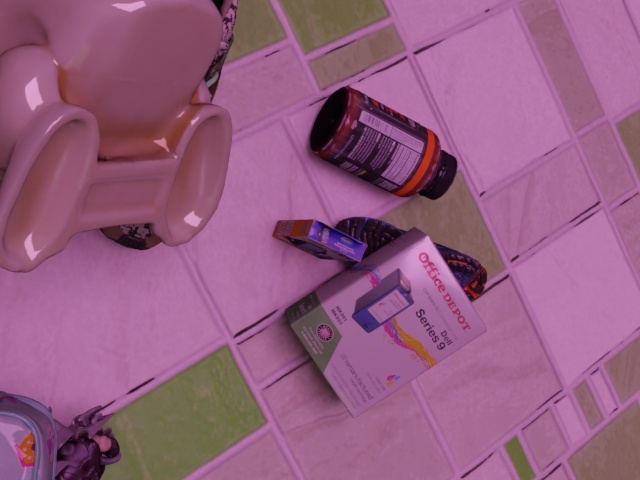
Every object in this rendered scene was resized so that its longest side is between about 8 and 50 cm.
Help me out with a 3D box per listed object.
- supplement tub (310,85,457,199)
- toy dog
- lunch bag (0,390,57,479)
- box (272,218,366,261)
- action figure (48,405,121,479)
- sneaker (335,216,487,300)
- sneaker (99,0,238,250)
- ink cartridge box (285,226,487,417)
[{"bbox_3d":[0.091,-0.126,1.251,0.198,0.106,0.106,25,74,-23],"label":"supplement tub"},{"bbox_3d":[-0.314,-0.209,0.912,0.284,0.408,0.395,-23,138,-49],"label":"toy dog"},{"bbox_3d":[-0.394,0.247,0.837,0.279,0.108,0.224,5,91,-5],"label":"lunch bag"},{"bbox_3d":[0.000,0.000,1.172,0.081,0.136,0.028,25,82,-22],"label":"box"},{"bbox_3d":[-0.261,0.309,1.003,0.185,0.099,0.285,-42,117,-51],"label":"action figure"},{"bbox_3d":[0.120,0.026,1.268,0.221,0.087,0.083,23,96,-7],"label":"sneaker"},{"bbox_3d":[-0.180,-0.193,1.076,0.158,0.182,0.410,15,78,-25],"label":"sneaker"},{"bbox_3d":[0.085,0.104,1.186,0.212,0.093,0.154,-33,100,-2],"label":"ink cartridge box"}]
